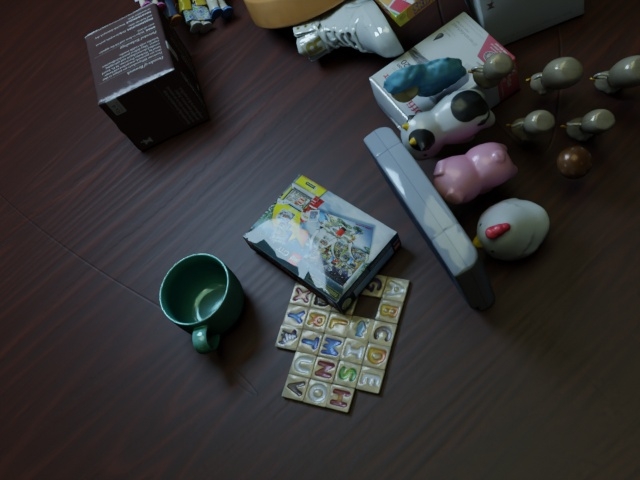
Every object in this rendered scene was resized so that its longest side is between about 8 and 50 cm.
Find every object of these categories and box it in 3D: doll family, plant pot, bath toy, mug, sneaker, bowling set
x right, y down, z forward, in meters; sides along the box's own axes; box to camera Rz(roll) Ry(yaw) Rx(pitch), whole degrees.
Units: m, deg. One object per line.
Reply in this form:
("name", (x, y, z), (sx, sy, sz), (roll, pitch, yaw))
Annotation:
("doll family", (-0.327, -0.534, 1.632), (0.118, 0.263, 0.163), (-43, 63, 47))
("plant pot", (-0.051, -0.588, 1.490), (0.290, 0.203, 0.291), (-19, 38, 15))
("bath toy", (0.226, -0.121, 1.193), (0.151, 0.129, 0.348), (-36, 74, 34))
("mug", (-0.202, 0.112, 1.291), (0.129, 0.097, 0.158), (16, 71, 25))
("sneaker", (0.042, -0.388, 1.447), (0.169, 0.108, 0.292), (-32, 36, 4))
("bowling set", (0.380, -0.200, 1.229), (0.286, 0.154, 0.200), (4, 92, 0))

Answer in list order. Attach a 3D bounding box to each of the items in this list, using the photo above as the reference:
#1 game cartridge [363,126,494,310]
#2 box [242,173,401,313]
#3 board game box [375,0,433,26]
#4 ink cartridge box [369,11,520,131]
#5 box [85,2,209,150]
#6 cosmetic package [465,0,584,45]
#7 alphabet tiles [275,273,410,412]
("game cartridge", (0.170, -0.040, 1.183), (0.060, 0.196, 0.294), (-35, 58, 8))
("box", (0.000, 0.000, 1.303), (0.233, 0.044, 0.159), (34, 75, 32))
("board game box", (0.211, -0.501, 1.340), (0.259, 0.039, 0.124), (-36, 56, 3))
("ink cartridge box", (0.221, -0.283, 1.354), (0.218, 0.092, 0.159), (-36, 58, 1))
("box", (-0.353, -0.332, 1.534), (0.167, 0.168, 0.203), (-24, 59, 5))
("cosmetic package", (0.338, -0.564, 1.423), (0.196, 0.155, 0.366), (-19, 60, 10))
("alphabet tiles", (0.024, 0.157, 1.241), (0.198, 0.009, 0.237), (9, 66, 23))
